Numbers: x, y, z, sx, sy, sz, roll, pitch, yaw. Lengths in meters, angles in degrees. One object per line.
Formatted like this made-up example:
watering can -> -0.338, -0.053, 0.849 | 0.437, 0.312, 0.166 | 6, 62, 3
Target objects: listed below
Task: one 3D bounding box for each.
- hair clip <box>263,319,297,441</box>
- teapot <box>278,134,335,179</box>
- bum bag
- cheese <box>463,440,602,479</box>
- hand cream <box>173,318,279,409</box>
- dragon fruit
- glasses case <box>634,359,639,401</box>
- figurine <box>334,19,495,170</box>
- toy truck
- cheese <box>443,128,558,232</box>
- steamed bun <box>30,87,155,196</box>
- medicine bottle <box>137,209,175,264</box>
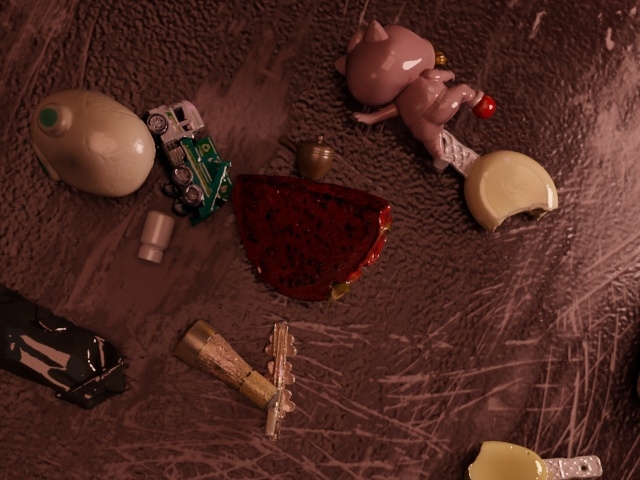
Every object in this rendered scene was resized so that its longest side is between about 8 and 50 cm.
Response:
hair clip -> -0.074, 0.252, 1.872 | 0.062, 0.056, 0.214 | 3, 76, 9
teapot -> -0.026, -0.160, 1.917 | 0.110, 0.085, 0.080 | 18, 100, 22
bum bag -> -0.487, 0.191, 1.808 | 0.326, 0.079, 0.142 | 28, 74, -1
cheese -> 0.385, 0.420, 1.897 | 0.255, 0.050, 0.127 | -5, 59, -6
hand cream -> -0.157, 0.223, 1.826 | 0.203, 0.084, 0.084 | 34, 81, 8
dragon fruit -> 0.000, 0.000, 1.860 | 0.317, 0.152, 0.205 | 17, 105, 30
glasses case -> 0.684, 0.177, 1.964 | 0.122, 0.075, 0.314 | 22, 82, -8
figurine -> 0.167, -0.277, 1.904 | 0.287, 0.176, 0.186 | 38, 40, 2
toy truck -> -0.232, -0.144, 1.859 | 0.116, 0.110, 0.216 | -25, 88, -22
cheese -> 0.325, -0.129, 1.947 | 0.163, 0.071, 0.249 | -34, 89, -9
steamed bun -> -0.403, -0.162, 1.791 | 0.228, 0.177, 0.131 | 31, 37, 8
medicine bottle -> -0.294, -0.006, 1.860 | 0.052, 0.052, 0.089 | 16, 83, -6
